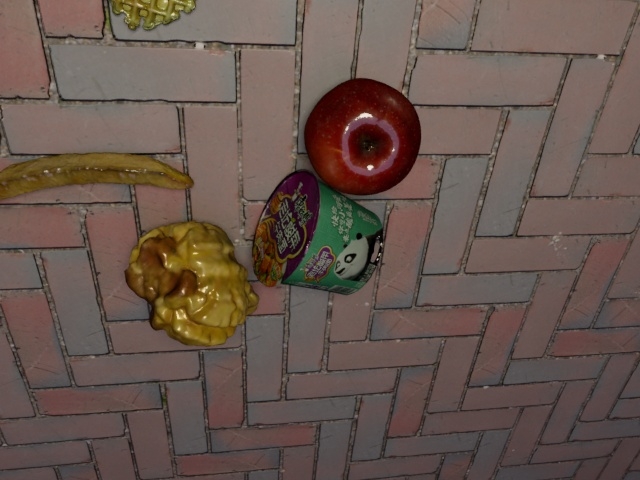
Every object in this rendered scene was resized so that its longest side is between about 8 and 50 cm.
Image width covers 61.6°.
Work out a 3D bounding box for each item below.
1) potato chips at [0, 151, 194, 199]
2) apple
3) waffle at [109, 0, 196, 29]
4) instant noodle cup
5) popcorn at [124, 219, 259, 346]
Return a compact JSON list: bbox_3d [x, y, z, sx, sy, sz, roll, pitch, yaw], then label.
[{"bbox_3d":[-0.460,-0.129,1.056,0.408,0.057,0.080,-5,131,-6],"label":"potato chips"},{"bbox_3d":[0.079,-0.193,1.014,0.219,0.201,0.218,-3,118,-6],"label":"apple"},{"bbox_3d":[-0.282,-0.443,0.885,0.184,0.036,0.169,-19,128,6],"label":"waffle"},{"bbox_3d":[0.000,0.000,1.122,0.190,0.251,0.251,20,119,-31],"label":"instant noodle cup"},{"bbox_3d":[-0.249,0.101,1.135,0.225,0.264,0.332,-32,141,7],"label":"popcorn"}]
